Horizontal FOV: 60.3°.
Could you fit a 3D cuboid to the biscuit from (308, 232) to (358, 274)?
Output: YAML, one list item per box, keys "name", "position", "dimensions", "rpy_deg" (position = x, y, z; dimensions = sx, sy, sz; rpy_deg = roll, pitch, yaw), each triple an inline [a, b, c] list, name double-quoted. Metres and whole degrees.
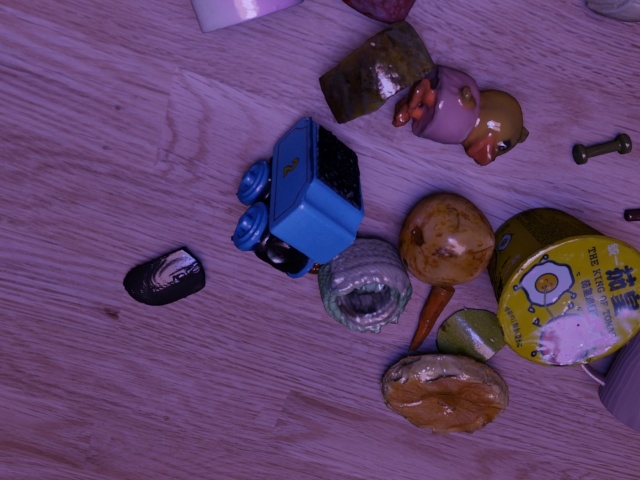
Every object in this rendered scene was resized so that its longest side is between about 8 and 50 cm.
- name: "biscuit"
  position: [0.000, 0.000, 1.338]
  dimensions: [0.187, 0.027, 0.188]
  rpy_deg: [0, 114, 0]

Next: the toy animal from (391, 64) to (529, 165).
- name: "toy animal"
  position: [0.305, -0.258, 1.152]
  dimensions: [0.281, 0.195, 0.169]
  rpy_deg: [25, 73, -7]

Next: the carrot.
- name: "carrot"
  position: [0.280, 0.205, 1.425]
  dimensions: [0.057, 0.057, 0.224]
  rpy_deg: [15, 117, -7]

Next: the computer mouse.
- name: "computer mouse"
  position: [-0.389, 0.098, 1.358]
  dimensions: [0.217, 0.073, 0.122]
  rpy_deg: [-22, 113, 8]

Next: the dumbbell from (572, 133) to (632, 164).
- name: "dumbbell"
  position: [0.628, -0.203, 1.231]
  dimensions: [0.117, 0.052, 0.046]
  rpy_deg: [-14, 87, 5]

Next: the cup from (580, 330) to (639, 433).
- name: "cup"
  position: [0.836, 0.330, 1.398]
  dimensions: [0.288, 0.208, 0.273]
  rpy_deg: [13, 116, -8]

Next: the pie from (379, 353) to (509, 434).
- name: "pie"
  position: [0.329, 0.412, 1.464]
  dimensions: [0.339, 0.083, 0.340]
  rpy_deg: [7, 133, 8]

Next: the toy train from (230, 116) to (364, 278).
- name: "toy train"
  position: [-0.043, -0.092, 1.150]
  dimensions: [0.188, 0.300, 0.265]
  rpy_deg: [33, 125, -30]

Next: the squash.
- name: "squash"
  position: [0.399, 0.275, 1.437]
  dimensions: [0.184, 0.085, 0.192]
  rpy_deg: [34, 109, -16]

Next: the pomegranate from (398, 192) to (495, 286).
- name: "pomegranate"
  position: [0.291, -0.001, 1.252]
  dimensions: [0.215, 0.215, 0.216]
  rpy_deg: [0, 115, 0]

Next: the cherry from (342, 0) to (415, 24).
- name: "cherry"
  position: [0.100, -0.511, 1.019]
  dimensions: [0.192, 0.175, 0.250]
  rpy_deg: [-22, 125, 20]

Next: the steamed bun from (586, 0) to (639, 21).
- name: "steamed bun"
  position: [0.646, -0.515, 1.000]
  dimensions: [0.290, 0.274, 0.272]
  rpy_deg: [-12, 130, 9]

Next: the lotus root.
- name: "lotus root"
  position: [0.094, -0.321, 1.090]
  dimensions: [0.234, 0.138, 0.119]
  rpy_deg: [-23, 108, 42]

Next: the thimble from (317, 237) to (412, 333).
- name: "thimble"
  position: [0.102, 0.104, 1.301]
  dimensions: [0.218, 0.150, 0.219]
  rpy_deg: [-4, 129, -5]

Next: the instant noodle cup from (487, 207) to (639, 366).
- name: "instant noodle cup"
  position: [0.530, 0.083, 1.254]
  dimensions: [0.325, 0.254, 0.326]
  rpy_deg: [0, 116, 0]

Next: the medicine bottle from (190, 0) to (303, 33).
- name: "medicine bottle"
  position: [-0.171, -0.560, 0.974]
  dimensions: [0.211, 0.212, 0.326]
  rpy_deg: [-16, 114, 7]

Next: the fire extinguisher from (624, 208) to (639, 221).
- name: "fire extinguisher"
  position: [0.814, -0.059, 1.311]
  dimensions: [0.173, 0.035, 0.049]
  rpy_deg: [-5, 112, 5]
